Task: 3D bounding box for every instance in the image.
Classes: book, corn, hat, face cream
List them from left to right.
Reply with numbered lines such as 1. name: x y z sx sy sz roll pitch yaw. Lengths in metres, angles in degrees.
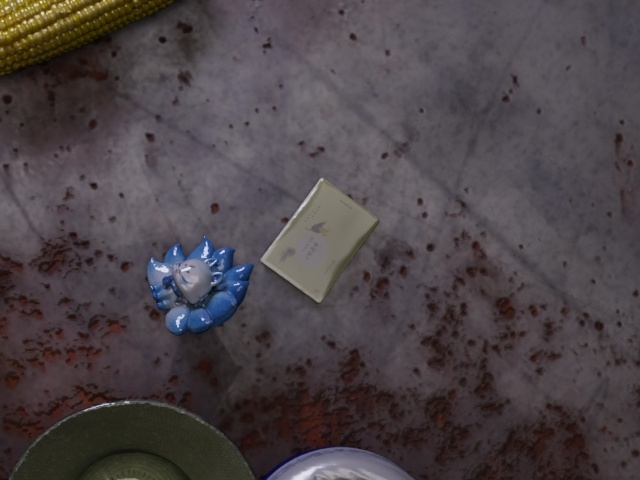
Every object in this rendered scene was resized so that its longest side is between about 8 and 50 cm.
1. corn: -0.239 -0.240 1.409 0.248 0.081 0.081 -26 90 -9
2. hat: -0.182 0.272 1.357 0.257 0.130 0.257 0 92 -8
3. book: 0.000 0.000 1.458 0.077 0.014 0.111 37 82 -4
4. face cream: 0.021 0.311 1.395 0.206 0.111 0.205 0 85 -6

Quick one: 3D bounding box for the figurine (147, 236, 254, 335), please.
1. figurine: -0.116 0.044 1.407 0.114 0.079 0.114 -10 46 11
